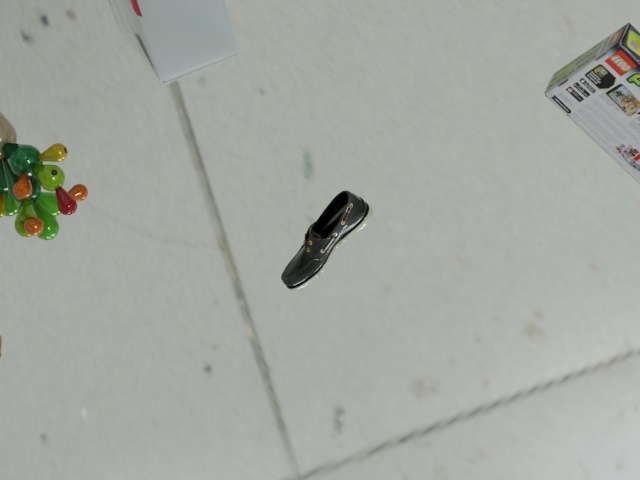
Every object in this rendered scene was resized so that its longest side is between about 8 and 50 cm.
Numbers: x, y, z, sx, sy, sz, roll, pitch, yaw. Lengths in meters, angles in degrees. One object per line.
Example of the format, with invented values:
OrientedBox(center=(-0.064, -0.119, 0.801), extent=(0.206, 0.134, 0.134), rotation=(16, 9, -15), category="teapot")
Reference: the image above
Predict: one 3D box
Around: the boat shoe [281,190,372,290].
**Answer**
OrientedBox(center=(-0.001, -0.001, 2.018), extent=(0.042, 0.049, 0.133), rotation=(35, 103, -35), category="boat shoe")

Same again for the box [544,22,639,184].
OrientedBox(center=(0.336, -0.113, 1.800), extent=(0.207, 0.036, 0.114), rotation=(42, 138, -13), category="box")

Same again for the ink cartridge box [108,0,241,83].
OrientedBox(center=(-0.117, -0.186, 1.271), extent=(0.063, 0.150, 0.109), rotation=(-22, 115, -8), category="ink cartridge box")

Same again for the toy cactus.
OrientedBox(center=(-0.337, -0.086, 2.038), extent=(0.112, 0.219, 0.180), rotation=(-33, 97, -13), category="toy cactus")

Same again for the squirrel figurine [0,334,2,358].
OrientedBox(center=(-0.227, 0.219, 0.885), extent=(0.397, 0.281, 0.370), rotation=(26, 94, 0), category="squirrel figurine")
